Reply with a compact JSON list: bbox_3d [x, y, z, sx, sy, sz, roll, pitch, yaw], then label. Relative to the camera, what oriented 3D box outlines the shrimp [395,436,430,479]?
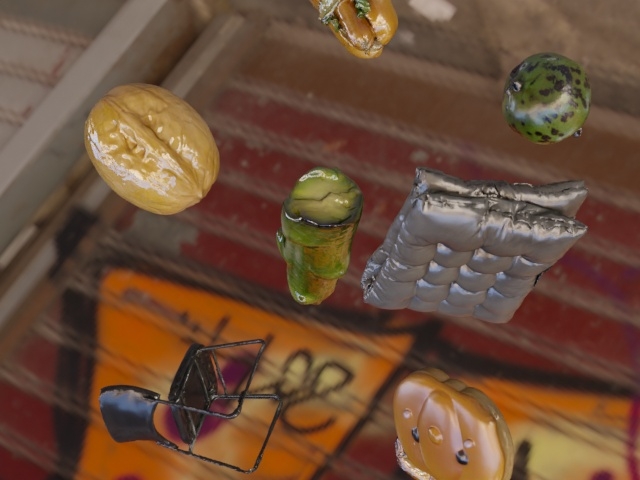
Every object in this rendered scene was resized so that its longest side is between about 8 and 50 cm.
[{"bbox_3d":[0.150,0.252,1.869,0.091,0.127,0.025,31,-177,10],"label":"shrimp"}]

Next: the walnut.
[{"bbox_3d":[-0.232,-0.128,2.003,0.206,0.159,0.159,45,160,14],"label":"walnut"}]

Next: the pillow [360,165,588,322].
[{"bbox_3d":[0.196,0.016,1.913,0.228,0.101,0.326,8,151,-8],"label":"pillow"}]

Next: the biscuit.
[{"bbox_3d":[0.145,0.234,1.662,0.170,0.050,0.170,27,129,40],"label":"biscuit"}]

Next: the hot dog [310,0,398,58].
[{"bbox_3d":[0.019,-0.321,1.739,0.109,0.072,0.269,-55,48,39],"label":"hot dog"}]

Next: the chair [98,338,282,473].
[{"bbox_3d":[-0.187,0.228,2.080,0.221,0.145,0.140,4,135,18],"label":"chair"}]

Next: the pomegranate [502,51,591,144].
[{"bbox_3d":[0.305,-0.177,1.886,0.122,0.122,0.161,13,170,42],"label":"pomegranate"}]

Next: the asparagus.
[{"bbox_3d":[-0.002,0.001,1.461,0.343,0.082,0.085,96,150,-77],"label":"asparagus"}]
